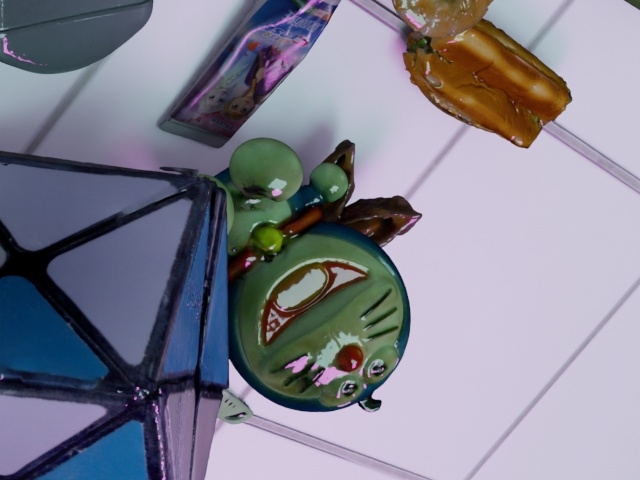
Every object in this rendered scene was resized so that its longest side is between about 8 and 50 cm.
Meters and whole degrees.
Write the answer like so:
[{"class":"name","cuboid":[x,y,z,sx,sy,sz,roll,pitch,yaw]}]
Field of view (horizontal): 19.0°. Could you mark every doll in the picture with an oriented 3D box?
[{"class":"doll","cuboid":[-0.024,0.044,1.983,0.198,0.186,0.322,-28,100,-5]}]

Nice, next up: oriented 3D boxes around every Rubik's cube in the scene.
[{"class":"Rubik's cube","cuboid":[-0.253,0.119,1.780,0.310,0.307,0.305,8,131,6]}]

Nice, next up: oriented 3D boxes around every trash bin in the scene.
[{"class":"trash bin","cuboid":[-0.237,-0.266,1.691,0.177,0.101,0.236,-15,132,-26]}]

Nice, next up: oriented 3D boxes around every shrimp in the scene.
[{"class":"shrimp","cuboid":[0.159,-0.289,2.004,0.217,0.051,0.115,-33,119,-24]}]

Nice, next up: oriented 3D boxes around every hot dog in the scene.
[{"class":"hot dog","cuboid":[0.185,-0.177,2.126,0.115,0.072,0.269,-49,141,9]}]

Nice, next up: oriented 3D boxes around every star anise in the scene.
[{"class":"star anise","cuboid":[0.005,-0.004,2.110,0.220,0.099,0.214,-29,122,12]}]

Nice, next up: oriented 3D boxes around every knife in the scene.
[{"class":"knife","cuboid":[-0.146,0.168,2.187,0.043,0.020,0.293,-42,150,4]}]

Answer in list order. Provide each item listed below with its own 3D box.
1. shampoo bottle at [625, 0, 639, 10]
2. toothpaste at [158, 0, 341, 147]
[{"class":"shampoo bottle","cuboid":[0.380,-0.289,2.188,0.204,0.065,0.065,19,112,-48]},{"class":"toothpaste","cuboid":[-0.054,-0.198,1.939,0.096,0.061,0.266,18,120,-47]}]
